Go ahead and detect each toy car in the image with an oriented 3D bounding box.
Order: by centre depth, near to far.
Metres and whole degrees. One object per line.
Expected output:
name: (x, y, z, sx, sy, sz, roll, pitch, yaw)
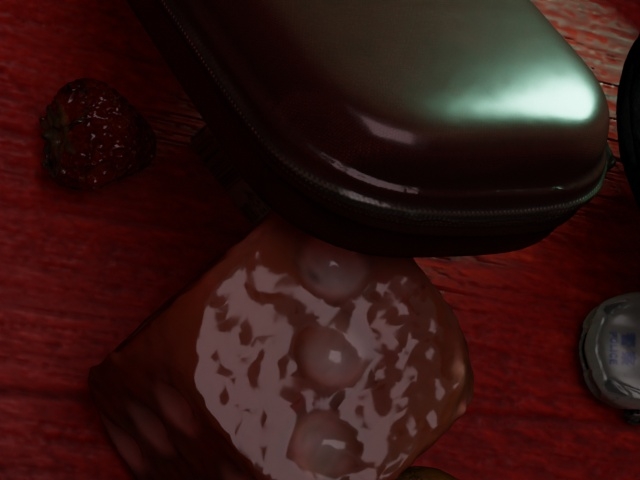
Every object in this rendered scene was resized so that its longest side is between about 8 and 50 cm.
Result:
toy car: (0.283, 0.088, 1.401, 0.205, 0.056, 0.095, 9, 72, -22)

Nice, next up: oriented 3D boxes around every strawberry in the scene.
strawberry: (-0.141, -0.068, 1.261, 0.083, 0.073, 0.073, 2, 73, -37)

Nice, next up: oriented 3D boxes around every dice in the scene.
dice: (-0.028, 0.087, 1.201, 0.179, 0.175, 0.174, -38, 91, -24)

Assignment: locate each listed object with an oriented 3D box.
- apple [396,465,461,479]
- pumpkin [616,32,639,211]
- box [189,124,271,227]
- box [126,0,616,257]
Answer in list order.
apple: (0.070, 0.208, 1.226, 0.146, 0.146, 0.146, 7, 72, -21)
pumpkin: (0.382, -0.085, 1.328, 0.363, 0.363, 0.266, -13, 89, -26)
box: (0.000, 0.000, 1.314, 0.055, 0.039, 0.218, -39, 92, -29)
box: (0.010, -0.148, 1.226, 0.263, 0.108, 0.404, -4, 44, -36)
